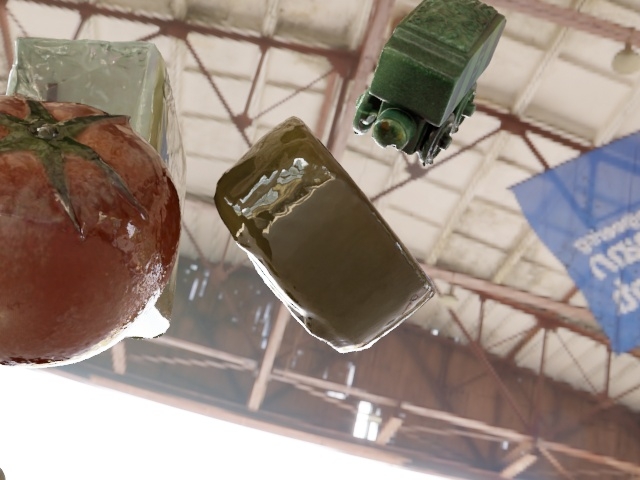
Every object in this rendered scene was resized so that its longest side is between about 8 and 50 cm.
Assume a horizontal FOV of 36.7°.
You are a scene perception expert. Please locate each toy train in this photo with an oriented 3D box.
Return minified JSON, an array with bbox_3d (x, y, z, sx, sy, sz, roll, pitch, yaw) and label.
[{"bbox_3d":[0.171,-0.263,1.533,0.167,0.299,0.238,27,-50,10],"label":"toy train"}]

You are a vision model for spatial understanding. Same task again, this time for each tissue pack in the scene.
[{"bbox_3d":[-0.302,-0.049,1.325,0.205,0.332,0.405,4,-13,-3],"label":"tissue pack"}]

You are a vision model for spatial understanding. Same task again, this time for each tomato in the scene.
[{"bbox_3d":[-0.267,-0.003,0.915,0.265,0.265,0.265,11,-29,6],"label":"tomato"}]

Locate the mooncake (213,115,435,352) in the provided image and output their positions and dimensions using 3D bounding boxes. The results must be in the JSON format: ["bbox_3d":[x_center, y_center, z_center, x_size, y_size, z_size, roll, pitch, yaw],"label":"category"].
[{"bbox_3d":[0.000,0.000,1.155,0.155,0.284,0.284,-41,-45,3],"label":"mooncake"}]

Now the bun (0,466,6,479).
[{"bbox_3d":[-0.488,0.345,1.227,0.173,0.113,0.166,7,-30,-40],"label":"bun"}]
